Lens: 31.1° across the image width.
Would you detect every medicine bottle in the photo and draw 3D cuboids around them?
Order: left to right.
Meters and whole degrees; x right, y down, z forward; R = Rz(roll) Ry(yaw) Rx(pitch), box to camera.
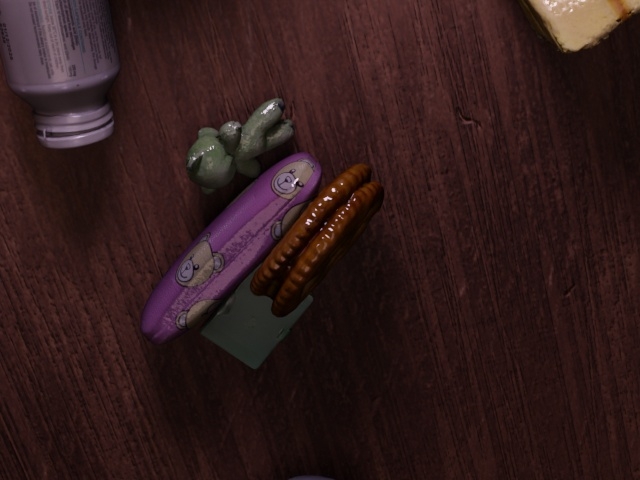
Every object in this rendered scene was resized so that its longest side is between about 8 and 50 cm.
[{"bbox_3d":[-0.305,-0.222,1.344,0.135,0.135,0.215,-9,113,-3],"label":"medicine bottle"}]

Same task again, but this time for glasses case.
[{"bbox_3d":[-0.116,0.010,1.469,0.076,0.123,0.316,42,102,-15],"label":"glasses case"}]

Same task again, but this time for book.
[{"bbox_3d":[-0.085,0.101,1.569,0.103,0.017,0.135,35,104,-16],"label":"book"}]

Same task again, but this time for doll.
[{"bbox_3d":[-0.105,-0.123,1.454,0.150,0.077,0.115,-31,151,-5],"label":"doll"}]

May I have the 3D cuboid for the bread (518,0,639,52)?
[{"bbox_3d":[0.274,-0.371,1.341,0.168,0.163,0.264,-35,112,9],"label":"bread"}]

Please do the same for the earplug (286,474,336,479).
[{"bbox_3d":[-0.057,0.469,1.638,0.325,0.175,0.214,-40,109,10],"label":"earplug"}]

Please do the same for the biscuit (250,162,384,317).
[{"bbox_3d":[0.000,0.000,1.433,0.066,0.220,0.220,41,103,4],"label":"biscuit"}]
